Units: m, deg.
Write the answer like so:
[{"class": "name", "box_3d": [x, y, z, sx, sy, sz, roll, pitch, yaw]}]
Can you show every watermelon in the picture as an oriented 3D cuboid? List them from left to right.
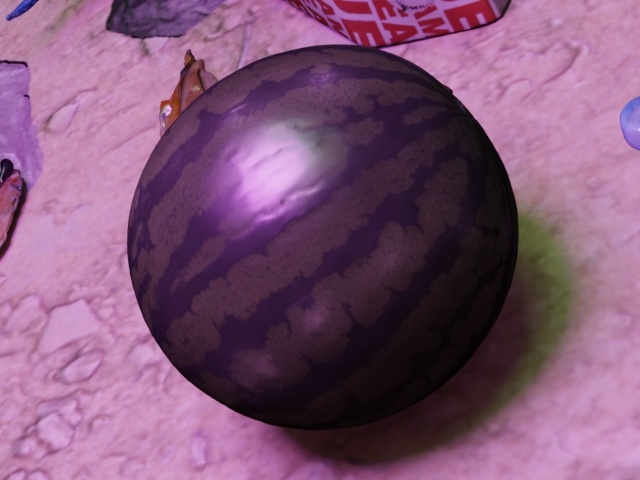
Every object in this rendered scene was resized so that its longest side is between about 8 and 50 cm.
[{"class": "watermelon", "box_3d": [0.000, 0.000, 0.885, 0.212, 0.212, 0.212, -18, 41, 17]}]

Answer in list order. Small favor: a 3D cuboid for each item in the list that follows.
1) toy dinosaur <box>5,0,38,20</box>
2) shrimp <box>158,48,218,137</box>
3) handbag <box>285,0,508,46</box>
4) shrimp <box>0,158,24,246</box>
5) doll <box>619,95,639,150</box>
[{"class": "toy dinosaur", "box_3d": [-0.128, -0.287, 1.376, 0.329, 0.076, 0.144, -24, 46, -6]}, {"class": "shrimp", "box_3d": [-0.045, -0.072, 1.106, 0.145, 0.059, 0.254, -18, 41, 13]}, {"class": "handbag", "box_3d": [0.008, -0.255, 1.170, 0.151, 0.171, 0.298, -42, 40, -7]}, {"class": "shrimp", "box_3d": [-0.300, -0.032, 1.240, 0.152, 0.046, 0.219, -30, 43, 4]}, {"class": "doll", "box_3d": [0.308, -0.101, 0.839, 0.314, 0.141, 0.177, -18, 38, 12]}]
